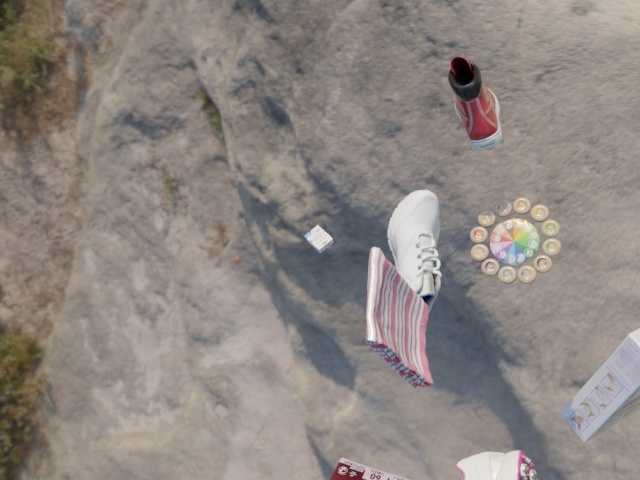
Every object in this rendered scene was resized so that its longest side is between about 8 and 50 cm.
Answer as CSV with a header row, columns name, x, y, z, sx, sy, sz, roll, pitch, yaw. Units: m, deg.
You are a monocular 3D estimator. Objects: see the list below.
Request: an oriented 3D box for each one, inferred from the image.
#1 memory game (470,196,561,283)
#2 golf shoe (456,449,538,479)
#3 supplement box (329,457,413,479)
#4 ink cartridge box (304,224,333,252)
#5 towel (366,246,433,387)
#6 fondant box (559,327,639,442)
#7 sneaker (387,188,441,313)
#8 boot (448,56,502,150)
name,x,y,z,sx,sy,sz,roll,pitch,yaw
memory game,0.394,-0.001,1.583,0.186,0.012,0.186,-6,72,19
golf shoe,0.271,0.494,1.276,0.140,0.306,0.115,-3,143,29
supplement box,0.047,0.436,1.137,0.130,0.239,0.073,13,119,17
ink cartridge box,0.000,0.000,2.039,0.083,0.048,0.028,43,170,50
towel,0.114,0.112,1.103,0.029,0.197,0.144,-12,56,24
fondant box,0.733,0.311,1.811,0.096,0.238,0.330,52,142,30
sneaker,0.191,0.050,1.496,0.129,0.111,0.297,-162,79,-66
boot,0.300,-0.313,1.574,0.088,0.244,0.176,-20,120,14
